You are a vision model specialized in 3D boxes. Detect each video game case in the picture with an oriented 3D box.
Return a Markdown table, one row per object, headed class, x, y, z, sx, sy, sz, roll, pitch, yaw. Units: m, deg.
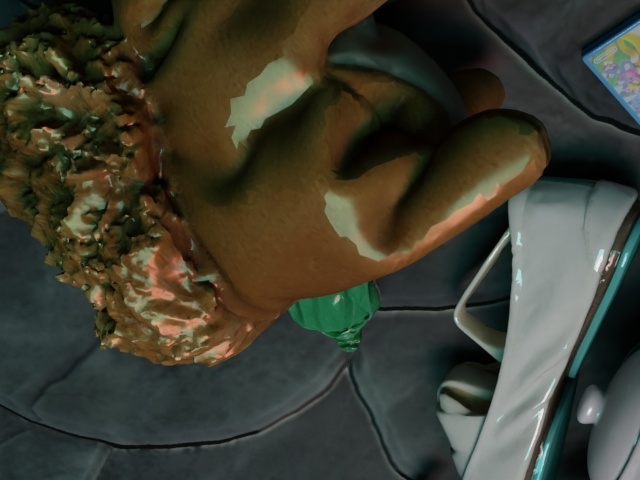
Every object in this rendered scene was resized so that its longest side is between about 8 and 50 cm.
| class | x | y | z | sx | sy | sz | roll | pitch | yaw |
| --- | --- | --- | --- | --- | --- | --- | --- | --- | --- |
| video game case | 0.302 | -0.123 | 1.326 | 0.119 | 0.015 | 0.166 | -34 | 118 | 25 |

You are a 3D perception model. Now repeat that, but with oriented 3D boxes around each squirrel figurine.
| class | x | y | z | sx | sy | sz | roll | pitch | yaw |
| --- | --- | --- | --- | --- | --- | --- | --- | --- | --- |
| squirrel figurine | -0.093 | -0.130 | 1.178 | 0.397 | 0.281 | 0.370 | -35 | 102 | 14 |

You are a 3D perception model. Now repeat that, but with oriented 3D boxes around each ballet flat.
| class | x | y | z | sx | sy | sz | roll | pitch | yaw |
| --- | --- | --- | --- | --- | --- | --- | --- | --- | --- |
| ballet flat | 0.171 | 0.108 | 1.456 | 0.139 | 0.139 | 0.400 | 11 | 123 | -3 |

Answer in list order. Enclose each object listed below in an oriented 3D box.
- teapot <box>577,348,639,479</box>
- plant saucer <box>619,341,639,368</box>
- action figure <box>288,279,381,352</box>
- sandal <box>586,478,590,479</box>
| class | x | y | z | sx | sy | sz | roll | pitch | yaw |
| --- | --- | --- | --- | --- | --- | --- | --- | --- | --- |
| teapot | 0.305 | 0.158 | 1.383 | 0.187 | 0.256 | 0.252 | 22 | 137 | 2 |
| plant saucer | 0.325 | 0.117 | 1.499 | 0.119 | 0.021 | 0.119 | 2 | 126 | 3 |
| action figure | 0.000 | 0.000 | 1.413 | 0.137 | 0.063 | 0.232 | -9 | 122 | 9 |
| sandal | 0.313 | 0.230 | 1.548 | 0.219 | 0.060 | 0.090 | -32 | 84 | 1 |
